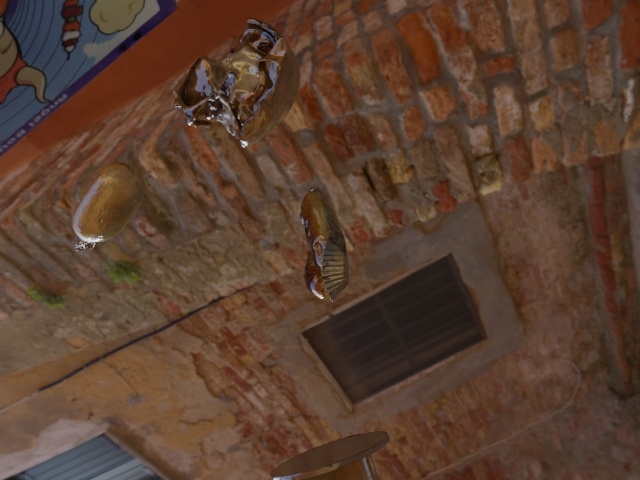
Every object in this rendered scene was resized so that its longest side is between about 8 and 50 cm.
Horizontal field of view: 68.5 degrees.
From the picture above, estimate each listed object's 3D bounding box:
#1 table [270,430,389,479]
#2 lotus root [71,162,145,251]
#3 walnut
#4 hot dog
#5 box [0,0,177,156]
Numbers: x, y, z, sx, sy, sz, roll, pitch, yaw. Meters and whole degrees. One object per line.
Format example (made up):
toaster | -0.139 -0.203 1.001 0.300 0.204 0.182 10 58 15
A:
table | 0.047 0.389 0.610 0.167 0.167 0.226 38 -148 -73
lotus root | -0.710 -0.099 1.551 0.151 0.342 0.169 36 -176 30
walnut | -0.122 -0.264 0.822 0.238 0.204 0.141 27 -177 33
hot dog | 0.000 0.000 0.930 0.270 0.082 0.162 -102 8 -57
box | -0.334 -0.209 0.290 0.257 0.349 0.318 43 170 11
